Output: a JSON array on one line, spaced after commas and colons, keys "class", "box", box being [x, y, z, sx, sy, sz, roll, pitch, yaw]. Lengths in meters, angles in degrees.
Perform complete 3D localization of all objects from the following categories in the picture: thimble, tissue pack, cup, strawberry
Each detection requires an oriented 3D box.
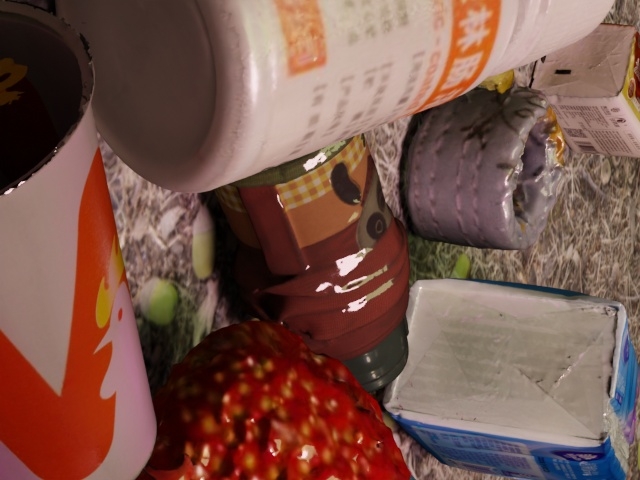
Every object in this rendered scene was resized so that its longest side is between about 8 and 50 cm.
[{"class": "thimble", "box": [0.152, -0.067, 1.771, 0.151, 0.118, 0.127, -62, 144, -31]}, {"class": "tissue pack", "box": [0.183, 0.133, 1.732, 0.263, 0.198, 0.146, 53, 47, -69]}, {"class": "tissue pack", "box": [0.304, -0.162, 2.035, 0.149, 0.106, 0.099, 44, 57, -55]}, {"class": "cup", "box": [-0.192, 0.028, 1.126, 0.203, 0.203, 0.288, -58, 149, -38]}, {"class": "strawberry", "box": [-0.048, 0.248, 1.366, 0.292, 0.292, 0.343, -40, 112, -51]}]

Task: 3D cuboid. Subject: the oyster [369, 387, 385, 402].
[{"class": "oyster", "box": [0.052, 0.076, 1.696, 0.121, 0.045, 0.146, -66, 148, -28]}]

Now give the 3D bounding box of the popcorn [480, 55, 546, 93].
[{"class": "popcorn", "box": [0.122, -0.237, 1.671, 0.168, 0.174, 0.195, -81, 150, -54]}]

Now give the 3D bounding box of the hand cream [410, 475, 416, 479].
[{"class": "hand cream", "box": [0.072, 0.252, 1.777, 0.224, 0.048, 0.083, 55, 46, -57]}]

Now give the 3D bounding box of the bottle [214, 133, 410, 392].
[{"class": "bottle", "box": [0.000, 0.000, 1.493, 0.156, 0.143, 0.271, -36, 128, -21]}]

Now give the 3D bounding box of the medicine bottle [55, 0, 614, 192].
[{"class": "medicine bottle", "box": [0.021, -0.180, 1.319, 0.371, 0.211, 0.211, -22, 116, -36]}]
